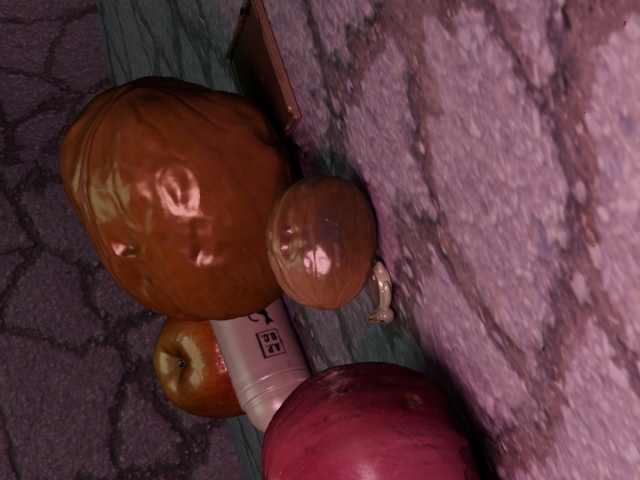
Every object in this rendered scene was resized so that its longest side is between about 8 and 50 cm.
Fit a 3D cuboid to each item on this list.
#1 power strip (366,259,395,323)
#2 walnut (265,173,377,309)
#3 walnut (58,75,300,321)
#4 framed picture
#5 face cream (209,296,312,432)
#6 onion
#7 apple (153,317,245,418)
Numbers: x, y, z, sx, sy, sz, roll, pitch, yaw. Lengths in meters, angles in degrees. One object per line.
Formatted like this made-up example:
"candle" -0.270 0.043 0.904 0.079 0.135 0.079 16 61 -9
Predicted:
"power strip" 0.068 0.064 1.218 0.055 0.035 0.083 -149 46 -69
"walnut" 0.001 0.000 1.191 0.140 0.140 0.162 131 151 -73
"walnut" -0.196 -0.056 1.466 0.354 0.308 0.398 26 148 58
"framed picture" -0.093 -0.235 1.505 0.281 0.019 0.209 144 108 -75
"face cream" -0.084 0.255 1.798 0.145 0.145 0.370 103 146 -63
"onion" 0.040 0.317 1.101 0.358 0.345 0.358 -9 -90 -72
"apple" -0.217 0.238 2.056 0.309 0.250 0.277 93 156 -47
